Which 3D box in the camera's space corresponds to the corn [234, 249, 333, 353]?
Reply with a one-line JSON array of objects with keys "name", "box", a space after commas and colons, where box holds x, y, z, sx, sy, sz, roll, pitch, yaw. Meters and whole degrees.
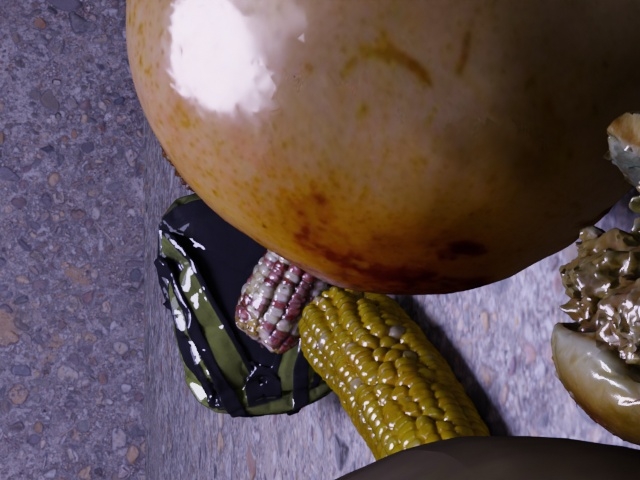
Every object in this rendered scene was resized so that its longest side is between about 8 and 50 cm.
[{"name": "corn", "box": [0.000, 0.000, 0.974, 0.237, 0.079, 0.079, -56, 22, 3]}]

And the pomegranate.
[{"name": "pomegranate", "box": [0.045, -0.132, 0.546, 0.319, 0.319, 0.319, -179, 90, -73]}]

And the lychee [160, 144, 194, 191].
[{"name": "lychee", "box": [-0.089, -0.139, 1.185, 0.238, 0.200, 0.200, -99, 17, -67]}]

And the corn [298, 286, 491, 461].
[{"name": "corn", "box": [0.066, 0.128, 0.834, 0.313, 0.101, 0.102, -129, 43, -58]}]

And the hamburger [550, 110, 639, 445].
[{"name": "hamburger", "box": [0.177, 0.029, 0.391, 0.185, 0.159, 0.131, 20, 92, 62]}]

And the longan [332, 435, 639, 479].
[{"name": "longan", "box": [0.088, 0.242, 0.423, 0.361, 0.360, 0.361, -179, 90, -73]}]

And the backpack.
[{"name": "backpack", "box": [-0.066, 0.064, 1.080, 0.140, 0.207, 0.253, 49, -148, -86]}]
